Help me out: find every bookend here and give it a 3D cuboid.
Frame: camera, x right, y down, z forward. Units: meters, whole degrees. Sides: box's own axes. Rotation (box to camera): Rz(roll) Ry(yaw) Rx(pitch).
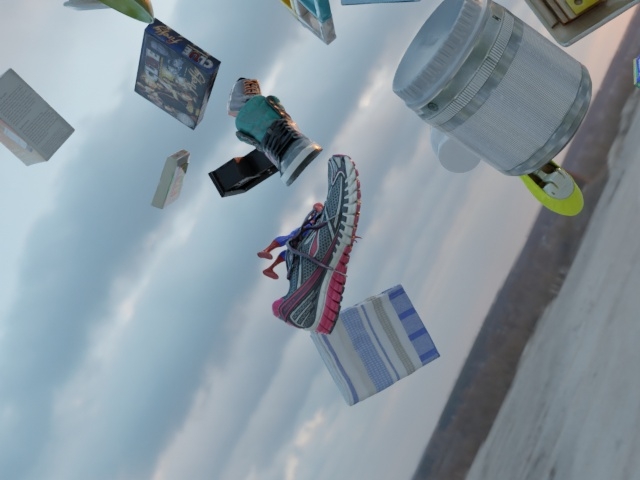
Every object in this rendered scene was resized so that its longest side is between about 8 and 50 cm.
[{"bbox_3d":[-0.175,-0.182,2.097,0.157,0.072,0.156,-31,-2,17],"label":"bookend"}]

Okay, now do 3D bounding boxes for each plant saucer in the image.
[{"bbox_3d":[-0.393,-0.463,1.468,0.037,0.241,0.241,-62,-13,-1],"label":"plant saucer"}]

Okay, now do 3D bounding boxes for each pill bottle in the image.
[{"bbox_3d":[0.332,-0.268,2.018,0.246,0.136,0.136,-81,4,-54],"label":"pill bottle"}]

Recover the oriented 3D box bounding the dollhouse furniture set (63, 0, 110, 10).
[{"bbox_3d":[-0.628,-0.638,1.822,0.303,0.286,0.198,2,-86,-56],"label":"dollhouse furniture set"}]

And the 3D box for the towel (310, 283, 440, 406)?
[{"bbox_3d":[0.128,0.236,1.936,0.285,0.209,0.034,-22,-11,-30],"label":"towel"}]

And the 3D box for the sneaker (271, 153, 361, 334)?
[{"bbox_3d":[0.000,0.000,1.372,0.121,0.112,0.299,98,-176,-83],"label":"sneaker"}]

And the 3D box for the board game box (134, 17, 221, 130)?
[{"bbox_3d":[-0.313,-0.352,1.797,0.042,0.165,0.243,-58,2,-27],"label":"board game box"}]

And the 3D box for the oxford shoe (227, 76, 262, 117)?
[{"bbox_3d":[-0.195,-0.373,2.180,0.271,0.097,0.098,-135,52,-66],"label":"oxford shoe"}]

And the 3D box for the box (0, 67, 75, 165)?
[{"bbox_3d":[-0.599,-0.241,1.660,0.130,0.170,0.091,-2,48,54],"label":"box"}]

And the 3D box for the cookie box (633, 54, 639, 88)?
[{"bbox_3d":[0.736,-0.389,1.816,0.107,0.040,0.092,-43,25,48],"label":"cookie box"}]

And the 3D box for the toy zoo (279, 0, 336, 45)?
[{"bbox_3d":[-0.050,-0.512,1.695,0.030,0.192,0.293,-43,-15,-6],"label":"toy zoo"}]

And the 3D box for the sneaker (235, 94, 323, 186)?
[{"bbox_3d":[-0.093,-0.219,1.731,0.124,0.178,0.295,-47,10,3],"label":"sneaker"}]

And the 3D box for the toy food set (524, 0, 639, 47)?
[{"bbox_3d":[0.459,-0.525,1.517,0.219,0.306,0.092,-32,-15,3],"label":"toy food set"}]

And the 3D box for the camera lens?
[{"bbox_3d":[0.284,-0.252,1.370,0.219,0.274,0.219,-53,16,22],"label":"camera lens"}]

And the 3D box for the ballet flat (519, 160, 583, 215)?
[{"bbox_3d":[0.427,-0.133,1.617,0.077,0.231,0.077,-48,2,-9],"label":"ballet flat"}]

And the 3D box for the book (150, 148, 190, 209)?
[{"bbox_3d":[-0.280,-0.118,1.563,0.144,0.035,0.096,-83,14,-78],"label":"book"}]

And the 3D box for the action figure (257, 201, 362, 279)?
[{"bbox_3d":[-0.010,-0.007,2.018,0.280,0.139,0.091,-44,-45,-38],"label":"action figure"}]

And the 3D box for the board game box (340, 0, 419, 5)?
[{"bbox_3d":[0.129,-0.518,1.535,0.275,0.144,0.142,-57,-35,-66],"label":"board game box"}]
